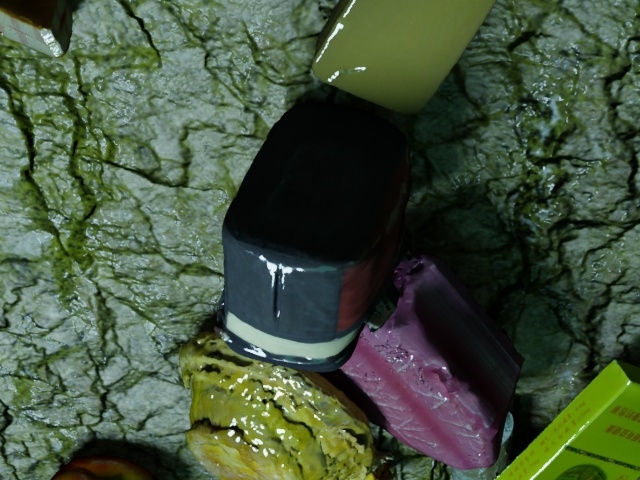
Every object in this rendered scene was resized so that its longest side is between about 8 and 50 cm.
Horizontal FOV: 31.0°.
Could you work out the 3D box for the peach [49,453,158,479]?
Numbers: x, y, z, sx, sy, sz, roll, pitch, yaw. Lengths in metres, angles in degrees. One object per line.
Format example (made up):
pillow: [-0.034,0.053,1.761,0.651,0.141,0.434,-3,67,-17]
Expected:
peach: [-0.301,0.387,1.566,0.197,0.197,0.197,-1,133,-1]

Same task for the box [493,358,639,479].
box: [0.338,0.303,1.518,0.187,0.047,0.335,21,117,-38]

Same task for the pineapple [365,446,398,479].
pineapple: [0.036,0.308,1.585,0.137,0.069,0.116,36,129,-19]

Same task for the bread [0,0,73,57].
bread: [-0.265,-0.212,1.097,0.109,0.062,0.043,23,144,37]

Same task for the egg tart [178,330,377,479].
egg tart: [-0.068,0.231,1.393,0.294,0.123,0.294,25,152,14]

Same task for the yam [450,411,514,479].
yam: [0.227,0.328,1.583,0.093,0.093,0.259,-8,133,6]

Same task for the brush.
brush: [0.084,-0.220,1.090,0.123,0.059,0.197,22,128,-16]

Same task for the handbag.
handbag: [0.000,0.000,1.165,0.181,0.254,0.181,13,135,8]

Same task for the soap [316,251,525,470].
soap: [0.116,0.148,1.342,0.220,0.127,0.325,1,141,44]
